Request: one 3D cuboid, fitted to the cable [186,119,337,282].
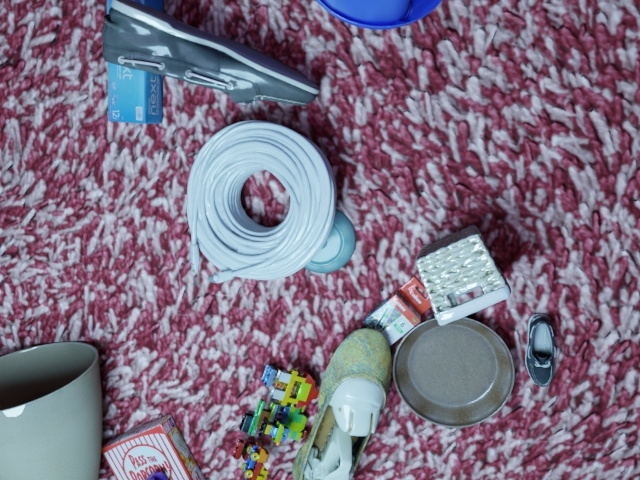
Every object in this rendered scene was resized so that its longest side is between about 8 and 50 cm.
[{"bbox_3d":[-0.095,-0.064,0.944,0.257,0.089,0.257,-3,94,17],"label":"cable"}]

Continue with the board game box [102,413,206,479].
[{"bbox_3d":[-0.314,0.451,1.123,0.146,0.045,0.193,-26,96,14],"label":"board game box"}]

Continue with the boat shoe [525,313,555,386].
[{"bbox_3d":[0.361,0.183,0.944,0.046,0.038,0.125,0,101,11],"label":"boat shoe"}]

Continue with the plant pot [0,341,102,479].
[{"bbox_3d":[-0.502,0.363,1.043,0.256,0.256,0.274,-5,105,12],"label":"plant pot"}]

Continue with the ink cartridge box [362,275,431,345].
[{"bbox_3d":[0.134,0.121,0.979,0.115,0.029,0.063,-42,92,16],"label":"ink cartridge box"}]

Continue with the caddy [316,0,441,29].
[{"bbox_3d":[0.049,-0.460,0.806,0.341,0.179,0.241,45,83,0],"label":"caddy"}]

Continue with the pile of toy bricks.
[{"bbox_3d":[-0.069,0.327,1.035,0.105,0.118,0.212,20,88,-22],"label":"pile of toy bricks"}]

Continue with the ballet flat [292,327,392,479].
[{"bbox_3d":[0.041,0.316,0.976,0.123,0.123,0.349,23,110,6],"label":"ballet flat"}]

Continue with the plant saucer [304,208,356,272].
[{"bbox_3d":[0.000,0.000,0.985,0.119,0.021,0.119,2,101,10],"label":"plant saucer"}]

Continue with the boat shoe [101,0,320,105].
[{"bbox_3d":[-0.170,-0.267,0.900,0.335,0.112,0.095,20,114,-11],"label":"boat shoe"}]

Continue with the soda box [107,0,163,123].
[{"bbox_3d":[-0.304,-0.301,0.955,0.067,0.071,0.210,6,102,8],"label":"soda box"}]

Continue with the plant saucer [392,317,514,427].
[{"bbox_3d":[0.222,0.217,0.979,0.198,0.036,0.199,2,103,10],"label":"plant saucer"}]

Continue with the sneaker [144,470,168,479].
[{"bbox_3d":[-0.245,0.506,1.055,0.236,0.095,0.104,31,97,3],"label":"sneaker"}]

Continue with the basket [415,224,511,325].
[{"bbox_3d":[0.212,0.046,0.883,0.113,0.167,0.103,-26,89,14],"label":"basket"}]
